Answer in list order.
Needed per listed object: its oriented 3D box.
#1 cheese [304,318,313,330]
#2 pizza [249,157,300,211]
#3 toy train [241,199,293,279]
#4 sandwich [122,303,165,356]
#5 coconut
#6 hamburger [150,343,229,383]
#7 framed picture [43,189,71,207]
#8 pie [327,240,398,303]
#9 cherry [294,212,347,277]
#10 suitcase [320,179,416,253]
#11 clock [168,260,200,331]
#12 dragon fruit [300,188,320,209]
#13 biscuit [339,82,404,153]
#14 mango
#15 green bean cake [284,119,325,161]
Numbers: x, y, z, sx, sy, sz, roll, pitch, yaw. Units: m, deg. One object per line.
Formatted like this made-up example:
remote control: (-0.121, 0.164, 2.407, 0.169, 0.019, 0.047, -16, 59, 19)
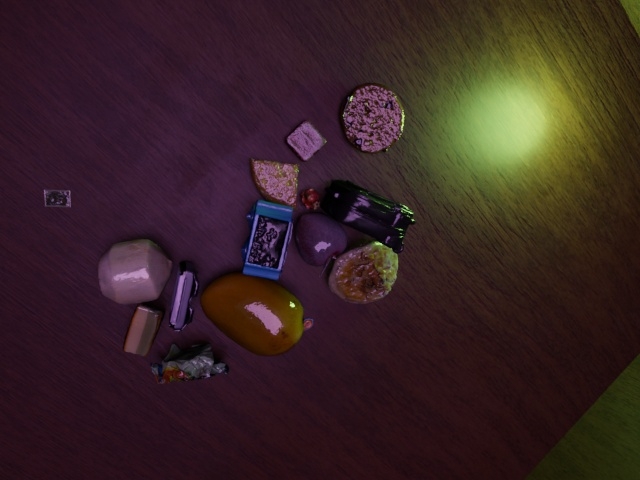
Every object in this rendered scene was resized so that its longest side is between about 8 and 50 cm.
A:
cheese: (-0.077, 0.393, 1.880, 0.111, 0.017, 0.047, -42, 103, -4)
pizza: (-0.170, -0.251, 1.729, 0.197, 0.058, 0.292, -47, 108, -4)
toy train: (-0.213, -0.001, 1.652, 0.187, 0.265, 0.301, 11, 95, -12)
sandwich: (-0.676, 0.307, 1.629, 0.108, 0.186, 0.220, 19, 113, -15)
coconut: (-0.685, 0.119, 1.573, 0.247, 0.245, 0.245, -5, 100, -14)
hamburger: (-0.522, 0.492, 1.700, 0.275, 0.260, 0.151, 11, 70, -47)
framed picture: (-0.989, -0.158, 1.568, 0.089, 0.006, 0.066, 1, 99, -14)
pie: (0.197, 0.145, 1.844, 0.338, 0.077, 0.340, -9, 119, -18)
cherry: (0.000, 0.000, 1.746, 0.213, 0.183, 0.266, -30, 92, -22)
suitcase: (0.173, -0.115, 1.688, 0.339, 0.345, 0.189, 22, 100, -17)
clock: (-0.539, 0.218, 1.651, 0.083, 0.186, 0.254, 12, 97, -21)
dragon fruit: (-0.040, -0.172, 1.745, 0.081, 0.116, 0.086, -25, 113, -14)
biscuit: (0.218, -0.517, 1.770, 0.295, 0.075, 0.296, -1, 100, -8)
mango: (-0.272, 0.296, 1.711, 0.445, 0.232, 0.300, 27, 97, -7)
green bean cake: (-0.064, -0.412, 1.728, 0.135, 0.056, 0.135, -44, 105, -4)
